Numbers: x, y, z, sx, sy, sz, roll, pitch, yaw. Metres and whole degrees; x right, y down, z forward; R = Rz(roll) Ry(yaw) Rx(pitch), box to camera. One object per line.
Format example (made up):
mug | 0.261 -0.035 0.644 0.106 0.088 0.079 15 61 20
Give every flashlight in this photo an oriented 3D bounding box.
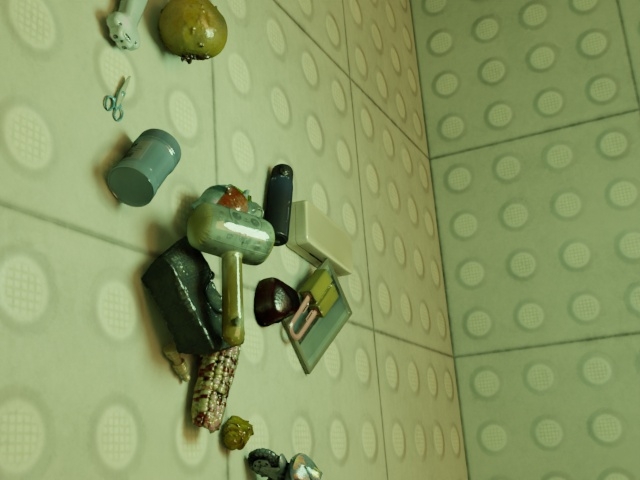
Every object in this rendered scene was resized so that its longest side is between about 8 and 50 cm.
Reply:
flashlight | -0.421 -0.497 1.704 0.093 0.048 0.200 53 31 -46

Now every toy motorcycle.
toy motorcycle | -0.056 0.611 1.848 0.307 0.173 0.108 67 24 -20

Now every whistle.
whistle | -0.216 -0.062 1.872 0.346 0.134 0.142 -10 103 -75

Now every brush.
brush | -0.032 0.190 2.177 0.233 0.047 0.103 -53 127 -42

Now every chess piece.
chess piece | -0.298 0.261 1.641 0.035 0.035 0.092 -66 142 -53

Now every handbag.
handbag | -0.264 0.123 1.650 0.270 0.089 0.175 63 27 0

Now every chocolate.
chocolate | -0.107 0.154 2.047 0.149 0.080 0.125 -8 84 -58

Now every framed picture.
framed picture | -0.008 0.214 2.261 0.289 0.016 0.213 -49 125 -46

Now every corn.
corn | -0.232 0.286 1.719 0.092 0.092 0.280 49 42 -49

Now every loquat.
loquat | -0.305 -0.514 1.848 0.172 0.150 0.204 18 52 -59

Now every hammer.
hammer | -0.190 0.076 1.650 0.202 0.113 0.305 16 60 -35

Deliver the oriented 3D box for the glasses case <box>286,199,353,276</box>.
glasses case | 0.000 0.000 2.383 0.336 0.076 0.143 39 44 -56

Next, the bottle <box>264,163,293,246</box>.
bottle | -0.115 -0.104 2.172 0.082 0.072 0.244 117 -19 -54

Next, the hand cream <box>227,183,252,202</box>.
hand cream | -0.209 -0.118 2.035 0.122 0.023 0.036 35 44 -63

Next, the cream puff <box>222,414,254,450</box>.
cream puff | -0.187 0.437 1.773 0.083 0.058 0.083 34 47 -56

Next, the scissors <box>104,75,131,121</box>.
scissors | -0.423 -0.308 1.646 0.058 0.014 0.119 55 36 -44

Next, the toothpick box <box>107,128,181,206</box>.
toothpick box | -0.361 -0.152 1.605 0.101 0.101 0.153 64 28 -29
